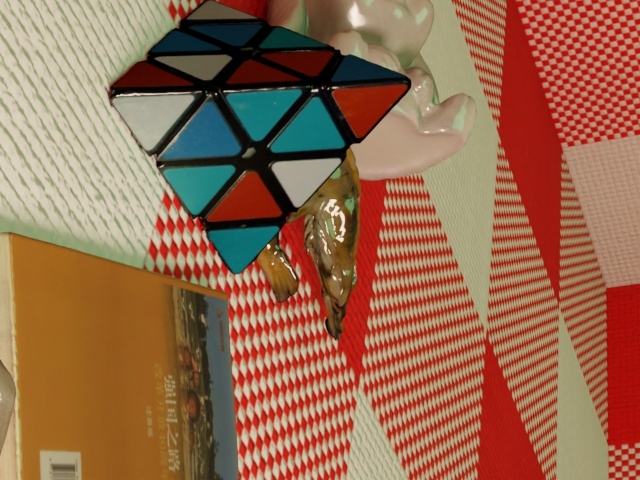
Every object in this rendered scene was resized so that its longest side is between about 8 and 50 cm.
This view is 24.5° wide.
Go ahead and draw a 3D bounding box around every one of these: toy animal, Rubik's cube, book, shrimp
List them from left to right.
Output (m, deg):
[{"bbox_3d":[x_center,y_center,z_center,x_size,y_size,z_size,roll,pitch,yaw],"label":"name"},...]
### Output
[{"bbox_3d":[-0.151,0.148,1.185,0.374,0.028,0.262,24,58,-67],"label":"book"},{"bbox_3d":[-0.081,-0.122,1.330,0.234,0.250,0.284,5,81,-51],"label":"Rubik's cube"},{"bbox_3d":[-0.013,0.001,1.558,0.145,0.059,0.254,-14,113,-40],"label":"shrimp"},{"bbox_3d":[0.031,-0.215,1.657,0.271,0.206,0.265,18,51,-37],"label":"toy animal"}]

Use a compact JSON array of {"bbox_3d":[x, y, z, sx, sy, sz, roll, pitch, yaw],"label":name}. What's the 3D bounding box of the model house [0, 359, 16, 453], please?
[{"bbox_3d":[-0.262,0.094,0.752,0.188,0.122,0.229,-72,150,-49],"label":"model house"}]
